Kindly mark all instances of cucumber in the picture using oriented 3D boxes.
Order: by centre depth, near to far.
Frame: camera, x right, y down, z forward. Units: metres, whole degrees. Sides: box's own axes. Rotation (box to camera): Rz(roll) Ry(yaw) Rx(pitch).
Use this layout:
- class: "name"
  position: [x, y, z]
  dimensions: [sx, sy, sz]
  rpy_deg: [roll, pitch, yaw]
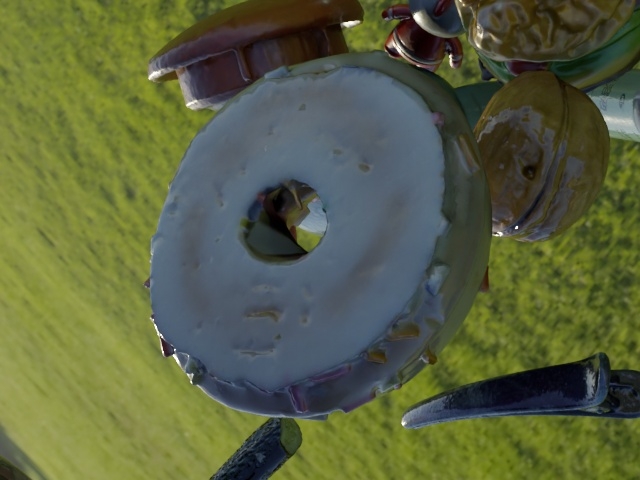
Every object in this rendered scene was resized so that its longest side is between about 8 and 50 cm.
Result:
- class: "cucumber"
  position: [-0.127, 0.386, 1.761]
  dimensions: [0.074, 0.241, 0.074]
  rpy_deg: [44, -171, -9]

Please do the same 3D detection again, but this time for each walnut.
- class: "walnut"
  position: [0.221, -0.080, 1.096]
  dimensions: [0.144, 0.180, 0.144]
  rpy_deg: [23, -163, -7]

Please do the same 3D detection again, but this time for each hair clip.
- class: "hair clip"
  position: [0.170, 0.146, 0.995]
  dimensions: [0.083, 0.048, 0.275]
  rpy_deg: [21, 155, -39]

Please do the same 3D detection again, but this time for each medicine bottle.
- class: "medicine bottle"
  position: [0.496, -0.197, 1.572]
  dimensions: [0.110, 0.110, 0.352]
  rpy_deg: [52, 173, -20]

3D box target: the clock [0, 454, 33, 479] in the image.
- class: "clock"
  position: [-0.457, 0.387, 1.525]
  dimensions: [0.227, 0.090, 0.248]
  rpy_deg: [40, 169, 34]

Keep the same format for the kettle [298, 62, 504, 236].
- class: "kettle"
  position: [0.114, -0.152, 1.501]
  dimensions: [0.342, 0.319, 0.247]
  rpy_deg: [-14, 96, 66]

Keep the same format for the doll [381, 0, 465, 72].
- class: "doll"
  position: [0.162, -0.318, 1.539]
  dimensions: [0.142, 0.076, 0.245]
  rpy_deg: [31, 156, 0]

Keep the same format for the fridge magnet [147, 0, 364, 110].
- class: "fridge magnet"
  position: [-0.101, -0.306, 1.719]
  dimensions: [0.364, 0.364, 0.155]
  rpy_deg: [-5, 104, 62]

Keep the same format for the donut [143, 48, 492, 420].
- class: "donut"
  position: [0.000, 0.000, 1.046]
  dimensions: [0.383, 0.382, 0.142]
  rpy_deg: [25, 175, 39]

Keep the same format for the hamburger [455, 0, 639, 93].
- class: "hamburger"
  position: [0.250, -0.279, 1.143]
  dimensions: [0.237, 0.237, 0.149]
  rpy_deg: [30, 175, 31]
